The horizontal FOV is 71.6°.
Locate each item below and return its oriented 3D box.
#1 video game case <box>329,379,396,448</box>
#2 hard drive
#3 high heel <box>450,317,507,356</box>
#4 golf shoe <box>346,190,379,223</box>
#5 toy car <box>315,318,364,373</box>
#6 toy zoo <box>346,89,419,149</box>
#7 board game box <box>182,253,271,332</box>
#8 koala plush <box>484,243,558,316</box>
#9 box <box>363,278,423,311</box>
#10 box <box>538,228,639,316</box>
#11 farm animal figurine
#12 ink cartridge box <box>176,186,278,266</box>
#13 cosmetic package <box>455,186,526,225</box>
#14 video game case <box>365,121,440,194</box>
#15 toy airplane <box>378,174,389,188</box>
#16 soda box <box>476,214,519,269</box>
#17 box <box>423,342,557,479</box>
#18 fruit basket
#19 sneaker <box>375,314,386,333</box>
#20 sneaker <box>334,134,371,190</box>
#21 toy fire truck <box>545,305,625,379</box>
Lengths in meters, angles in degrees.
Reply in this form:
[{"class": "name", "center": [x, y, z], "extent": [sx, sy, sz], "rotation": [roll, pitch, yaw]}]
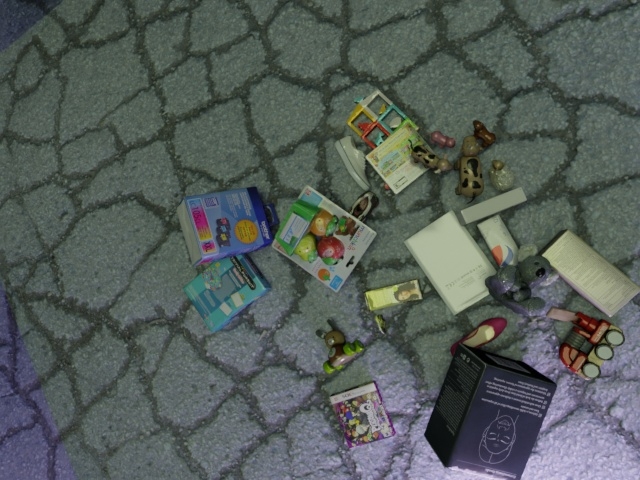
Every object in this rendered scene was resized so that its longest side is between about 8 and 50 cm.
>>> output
[{"class": "video game case", "center": [0.176, 0.733, 1.867], "extent": [0.211, 0.042, 0.231], "rotation": [-23, 83, 16]}, {"class": "hard drive", "center": [0.530, 0.087, 1.775], "extent": [0.233, 0.047, 0.352], "rotation": [-35, 80, 12]}, {"class": "high heel", "center": [0.610, 0.375, 1.709], "extent": [0.244, 0.117, 0.082], "rotation": [-29, 81, 14]}, {"class": "golf shoe", "center": [0.136, -0.091, 1.856], "extent": [0.105, 0.120, 0.272], "rotation": [34, 99, 12]}, {"class": "toy car", "center": [0.058, 0.430, 1.865], "extent": [0.155, 0.149, 0.188], "rotation": [-46, 66, 21]}, {"class": "toy zoo", "center": [0.246, -0.499, 1.876], "extent": [0.192, 0.030, 0.293], "rotation": [-46, 78, 11]}, {"class": "board game box", "center": [-0.429, 0.218, 2.032], "extent": [0.336, 0.079, 0.253], "rotation": [-39, 79, 12]}, {"class": "koala plush", "center": [0.720, 0.129, 1.571], "extent": [0.221, 0.203, 0.196], "rotation": [-41, 88, -7]}, {"class": "box", "center": [0.299, 0.226, 1.833], "extent": [0.233, 0.058, 0.087], "rotation": [-17, 84, 16]}, {"class": "box", "center": [0.961, 0.113, 1.610], "extent": [0.311, 0.121, 0.148], "rotation": [45, 101, 12]}, {"class": "farm animal figurine", "center": [0.537, -0.301, 1.687], "extent": [0.331, 0.172, 0.326], "rotation": [-22, 87, 6]}, {"class": "ink cartridge box", "center": [-0.382, -0.074, 1.914], "extent": [0.151, 0.396, 0.269], "rotation": [-26, 81, 53]}, {"class": "cosmetic package", "center": [0.649, -0.126, 1.696], "extent": [0.239, 0.099, 0.060], "rotation": [-22, 83, 4]}, {"class": "video game case", "center": [0.334, -0.335, 1.815], "extent": [0.227, 0.026, 0.206], "rotation": [-39, 85, 7]}, {"class": "toy airplane", "center": [0.315, -0.288, 1.848], "extent": [0.152, 0.028, 0.151], "rotation": [1, 95, 10]}, {"class": "soda box", "center": [0.706, 0.045, 1.699], "extent": [0.091, 0.098, 0.286], "rotation": [-28, 82, 14]}, {"class": "box", "center": [0.605, 0.621, 1.608], "extent": [0.294, 0.212, 0.394], "rotation": [19, 94, -10]}, {"class": "fruit basket", "center": [0.000, 0.000, 1.825], "extent": [0.353, 0.165, 0.326], "rotation": [38, 115, 13]}, {"class": "sneaker", "center": [0.258, 0.349, 1.856], "extent": [0.035, 0.031, 0.083], "rotation": [-25, 82, 14]}, {"class": "sneaker", "center": [0.153, -0.332, 1.867], "extent": [0.091, 0.094, 0.257], "rotation": [-32, 80, 18]}, {"class": "toy fire truck", "center": [0.927, 0.353, 1.614], "extent": [0.246, 0.159, 0.216], "rotation": [34, 99, 26]}]
